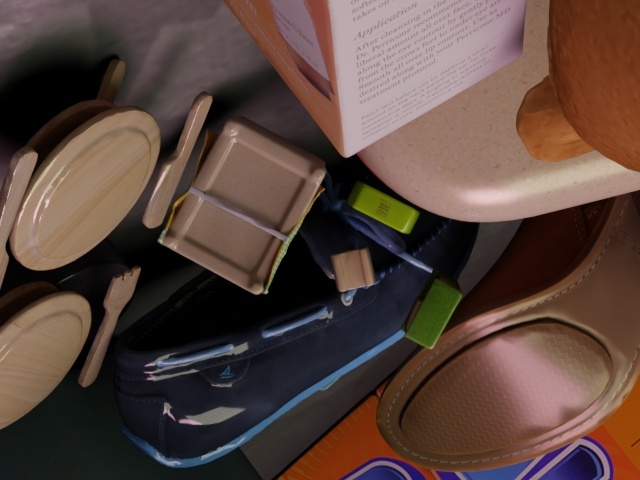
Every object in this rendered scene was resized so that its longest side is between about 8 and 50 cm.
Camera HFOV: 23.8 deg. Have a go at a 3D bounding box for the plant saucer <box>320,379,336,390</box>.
[{"bbox_3d":[-0.023,0.066,1.012,0.067,0.018,0.192,-44,154,15],"label":"plant saucer"}]

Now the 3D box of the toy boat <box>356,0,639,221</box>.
[{"bbox_3d":[0.114,-0.101,0.775,0.231,0.151,0.151,-13,-165,-9],"label":"toy boat"}]

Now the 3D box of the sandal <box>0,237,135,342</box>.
[{"bbox_3d":[-0.204,0.082,0.768,0.254,0.054,0.097,-32,154,-8],"label":"sandal"}]

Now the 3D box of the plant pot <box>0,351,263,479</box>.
[{"bbox_3d":[-0.111,0.268,0.866,0.341,0.334,0.341,-27,154,-14],"label":"plant pot"}]

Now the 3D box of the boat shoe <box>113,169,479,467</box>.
[{"bbox_3d":[-0.002,0.021,0.833,0.258,0.109,0.089,-43,137,-31],"label":"boat shoe"}]

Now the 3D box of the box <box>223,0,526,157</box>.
[{"bbox_3d":[0.007,-0.138,0.570,0.091,0.130,0.170,-31,153,-11],"label":"box"}]

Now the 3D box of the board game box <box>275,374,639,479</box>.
[{"bbox_3d":[0.216,0.279,1.275,0.356,0.356,0.356,-43,153,14],"label":"board game box"}]

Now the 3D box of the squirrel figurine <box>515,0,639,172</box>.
[{"bbox_3d":[0.265,-0.103,0.587,0.370,0.281,0.397,-39,121,-19],"label":"squirrel figurine"}]

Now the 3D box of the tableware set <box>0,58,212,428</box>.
[{"bbox_3d":[-0.133,0.011,0.707,0.128,0.039,0.194,-25,148,-52],"label":"tableware set"}]

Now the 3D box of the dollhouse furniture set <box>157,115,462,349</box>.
[{"bbox_3d":[0.000,0.000,0.777,0.076,0.151,0.058,-62,180,2],"label":"dollhouse furniture set"}]

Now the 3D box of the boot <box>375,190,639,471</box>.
[{"bbox_3d":[0.143,-0.004,0.922,0.109,0.220,0.283,35,113,-16],"label":"boot"}]
